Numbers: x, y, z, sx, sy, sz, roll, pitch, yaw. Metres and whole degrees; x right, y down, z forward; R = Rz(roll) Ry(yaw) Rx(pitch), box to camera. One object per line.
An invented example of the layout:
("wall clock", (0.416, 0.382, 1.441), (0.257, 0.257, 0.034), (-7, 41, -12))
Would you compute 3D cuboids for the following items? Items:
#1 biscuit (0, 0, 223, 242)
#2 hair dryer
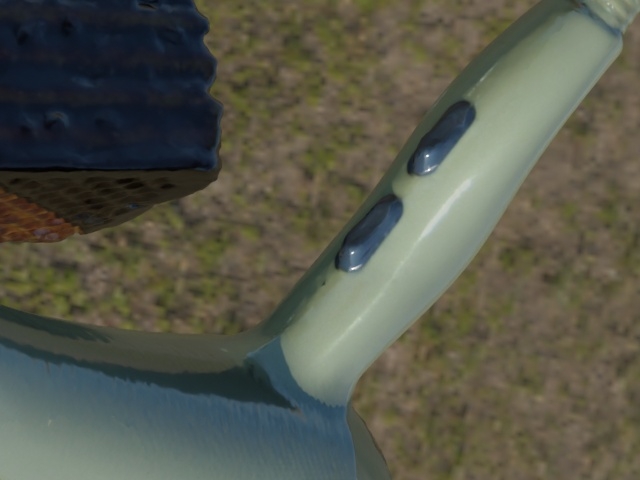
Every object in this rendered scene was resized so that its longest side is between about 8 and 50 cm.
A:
("biscuit", (-0.214, -0.041, 0.611), (0.388, 0.107, 0.073), (-1, 76, -34))
("hair dryer", (-0.029, 0.017, 0.597), (0.296, 0.119, 0.298), (-3, 125, -56))
